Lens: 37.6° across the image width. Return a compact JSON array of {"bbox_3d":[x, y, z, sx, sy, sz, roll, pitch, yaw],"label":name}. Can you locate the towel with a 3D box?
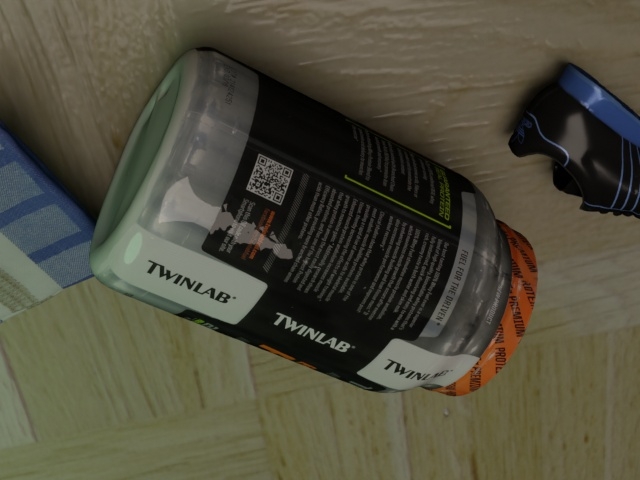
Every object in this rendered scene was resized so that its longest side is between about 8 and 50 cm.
[{"bbox_3d":[-0.322,0.020,0.741,0.285,0.034,0.209,-25,145,5],"label":"towel"}]

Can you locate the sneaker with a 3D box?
[{"bbox_3d":[0.267,-0.055,0.820,0.232,0.081,0.090,35,111,-17],"label":"sneaker"}]

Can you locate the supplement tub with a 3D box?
[{"bbox_3d":[0.000,0.000,0.736,0.316,0.193,0.193,24,112,-20],"label":"supplement tub"}]
